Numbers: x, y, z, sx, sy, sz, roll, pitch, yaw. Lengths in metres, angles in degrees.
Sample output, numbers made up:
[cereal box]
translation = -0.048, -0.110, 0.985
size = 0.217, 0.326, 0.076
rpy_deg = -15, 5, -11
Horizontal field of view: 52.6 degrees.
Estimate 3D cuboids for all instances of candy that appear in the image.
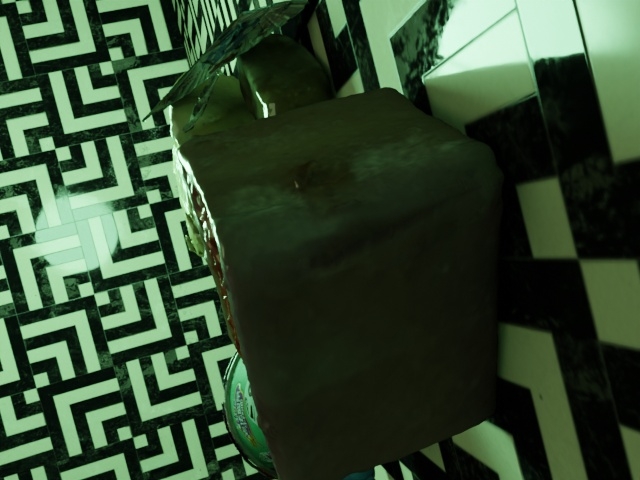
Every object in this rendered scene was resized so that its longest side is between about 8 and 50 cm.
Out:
[candy]
translation = -0.054, -0.215, 0.922
size = 0.234, 0.102, 0.104
rpy_deg = -115, 15, -49

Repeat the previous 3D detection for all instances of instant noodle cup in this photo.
[instant noodle cup]
translation = 0.002, 0.212, 0.886
size = 0.190, 0.251, 0.251
rpy_deg = 139, 116, -68

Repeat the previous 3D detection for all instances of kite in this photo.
[kite]
translation = -0.139, -0.257, 0.916
size = 0.011, 0.335, 0.314
rpy_deg = 44, -145, -30

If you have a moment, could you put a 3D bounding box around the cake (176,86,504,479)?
[cake]
translation = 0.017, 0.041, 0.595
size = 0.237, 0.229, 0.309
rpy_deg = -119, 18, -55

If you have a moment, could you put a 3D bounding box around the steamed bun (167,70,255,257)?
[steamed bun]
translation = -0.148, -0.132, 1.143
size = 0.372, 0.230, 0.325
rpy_deg = 95, 158, -53

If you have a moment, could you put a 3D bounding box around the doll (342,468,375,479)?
[doll]
translation = 0.017, 0.253, 1.140
size = 0.199, 0.145, 0.363
rpy_deg = -21, -94, -63

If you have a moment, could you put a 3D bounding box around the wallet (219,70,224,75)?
[wallet]
translation = -0.239, -0.288, 1.749
size = 0.223, 0.077, 0.310
rpy_deg = 91, 159, -62
